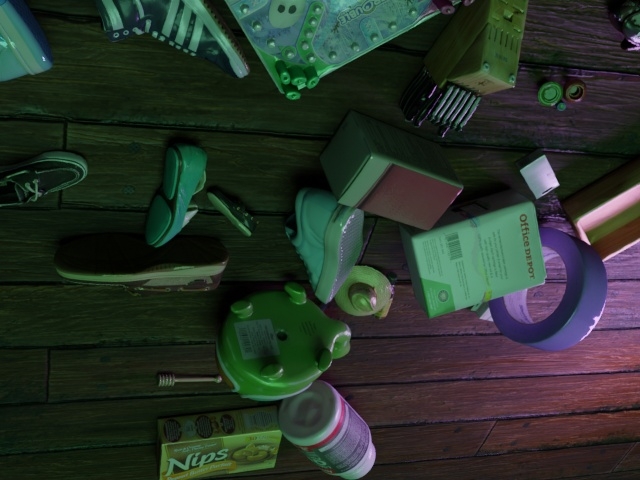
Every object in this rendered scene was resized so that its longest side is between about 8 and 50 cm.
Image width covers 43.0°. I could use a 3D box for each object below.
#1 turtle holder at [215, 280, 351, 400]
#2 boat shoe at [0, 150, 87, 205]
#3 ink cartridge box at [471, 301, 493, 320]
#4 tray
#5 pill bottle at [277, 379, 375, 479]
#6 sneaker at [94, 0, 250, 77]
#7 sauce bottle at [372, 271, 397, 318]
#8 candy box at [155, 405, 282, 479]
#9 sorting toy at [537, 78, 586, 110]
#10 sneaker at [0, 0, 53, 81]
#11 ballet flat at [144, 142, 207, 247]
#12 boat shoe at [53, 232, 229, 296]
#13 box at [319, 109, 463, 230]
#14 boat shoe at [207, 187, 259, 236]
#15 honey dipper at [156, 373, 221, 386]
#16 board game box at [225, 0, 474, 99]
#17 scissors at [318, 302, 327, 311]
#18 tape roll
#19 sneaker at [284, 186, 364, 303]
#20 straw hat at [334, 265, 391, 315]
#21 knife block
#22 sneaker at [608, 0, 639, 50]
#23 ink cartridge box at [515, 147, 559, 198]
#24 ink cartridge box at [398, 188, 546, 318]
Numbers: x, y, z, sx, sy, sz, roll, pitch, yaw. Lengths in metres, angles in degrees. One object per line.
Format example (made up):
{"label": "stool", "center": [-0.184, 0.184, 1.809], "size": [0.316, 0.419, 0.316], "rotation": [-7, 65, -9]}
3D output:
{"label": "turtle holder", "center": [-0.093, 0.229, 1.833], "size": [0.320, 0.243, 0.227], "rotation": [-37, 169, -38]}
{"label": "boat shoe", "center": [-0.522, -0.098, 1.443], "size": [0.219, 0.070, 0.078], "rotation": [-13, 136, -7]}
{"label": "ink cartridge box", "center": [0.434, 0.180, 2.088], "size": [0.083, 0.028, 0.048], "rotation": [13, 127, -29]}
{"label": "tray", "center": [0.783, -0.119, 1.896], "size": [0.410, 0.076, 0.203], "rotation": [-32, 134, 11]}
{"label": "pill bottle", "center": [0.030, 0.516, 2.161], "size": [0.176, 0.176, 0.319], "rotation": [-28, 135, 8]}
{"label": "sneaker", "center": [-0.244, -0.338, 1.290], "size": [0.153, 0.099, 0.282], "rotation": [-35, 127, 8]}
{"label": "sauce bottle", "center": [0.153, 0.130, 1.931], "size": [0.042, 0.042, 0.128], "rotation": [-1, 128, -19]}
{"label": "candy box", "center": [-0.269, 0.535, 2.134], "size": [0.316, 0.088, 0.183], "rotation": [-2, 133, -17]}
{"label": "sorting toy", "center": [0.484, -0.299, 1.643], "size": [0.101, 0.042, 0.061], "rotation": [-2, 119, -2]}
{"label": "sneaker", "center": [-0.552, -0.336, 1.164], "size": [0.208, 0.127, 0.319], "rotation": [-24, 135, 1]}
{"label": "ballet flat", "center": [-0.267, -0.081, 1.550], "size": [0.087, 0.083, 0.247], "rotation": [-6, 138, -34]}
{"label": "boat shoe", "center": [-0.358, 0.066, 1.632], "size": [0.341, 0.123, 0.123], "rotation": [-3, 132, -26]}
{"label": "box", "center": [0.137, -0.134, 1.591], "size": [0.232, 0.149, 0.127], "rotation": [16, 126, -30]}
{"label": "boat shoe", "center": [-0.175, -0.063, 1.626], "size": [0.133, 0.049, 0.042], "rotation": [45, 75, -34]}
{"label": "honey dipper", "center": [-0.316, 0.336, 1.971], "size": [0.160, 0.030, 0.031], "rotation": [2, 132, -27]}
{"label": "board game box", "center": [0.030, -0.454, 1.315], "size": [0.389, 0.050, 0.390], "rotation": [-28, 135, 7]}
{"label": "scissors", "center": [-0.024, 0.207, 1.957], "size": [0.297, 0.021, 0.109], "rotation": [-42, 123, 17]}
{"label": "tape roll", "center": [0.520, 0.112, 1.878], "size": [0.090, 0.275, 0.275], "rotation": [19, 124, -33]}
{"label": "sneaker", "center": [0.000, 0.000, 1.715], "size": [0.135, 0.150, 0.366], "rotation": [-50, 163, -29]}
{"label": "straw hat", "center": [0.097, 0.133, 1.867], "size": [0.144, 0.061, 0.145], "rotation": [-2, 120, -3]}
{"label": "knife block", "center": [0.252, -0.337, 1.500], "size": [0.088, 0.242, 0.276], "rotation": [15, 81, -32]}
{"label": "sneaker", "center": [0.623, -0.458, 1.489], "size": [0.162, 0.106, 0.282], "rotation": [-9, 135, -8]}
{"label": "ink cartridge box", "center": [0.479, -0.146, 1.790], "size": [0.062, 0.029, 0.115], "rotation": [-33, 136, 12]}
{"label": "ink cartridge box", "center": [0.335, 0.026, 1.795], "size": [0.278, 0.117, 0.202], "rotation": [-17, 111, -4]}
